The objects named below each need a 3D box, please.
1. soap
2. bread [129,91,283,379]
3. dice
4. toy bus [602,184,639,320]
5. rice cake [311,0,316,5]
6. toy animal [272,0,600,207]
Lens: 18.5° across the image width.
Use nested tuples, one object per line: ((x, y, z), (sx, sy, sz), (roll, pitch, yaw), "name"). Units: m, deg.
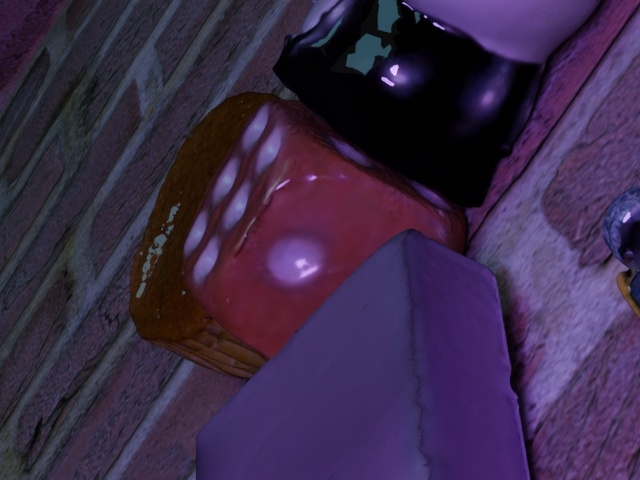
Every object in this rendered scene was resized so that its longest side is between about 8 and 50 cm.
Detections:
((0.020, 0.183, 1.379), (0.285, 0.107, 0.296), (-46, 31, 34), "soap")
((-0.069, -0.005, 1.803), (0.227, 0.142, 0.253), (11, 72, 60), "bread")
((0.000, 0.000, 1.585), (0.175, 0.179, 0.174), (-54, 22, 13), "dice")
((0.296, -0.076, 1.070), (0.335, 0.123, 0.121), (-56, 23, 15), "toy bus")
((0.068, -0.341, 2.019), (0.269, 0.049, 0.055), (-61, 21, 3), "rice cake")
((0.098, -0.188, 1.547), (0.266, 0.213, 0.212), (-60, 21, 14), "toy animal")
